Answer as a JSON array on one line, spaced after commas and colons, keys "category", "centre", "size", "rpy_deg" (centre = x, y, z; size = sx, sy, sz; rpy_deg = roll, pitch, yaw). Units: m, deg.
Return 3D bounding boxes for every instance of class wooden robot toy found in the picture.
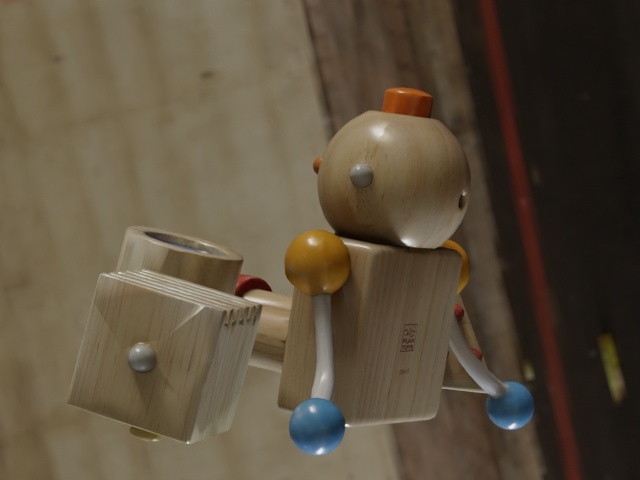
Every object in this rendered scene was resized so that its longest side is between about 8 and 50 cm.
[{"category": "wooden robot toy", "centre": [0.000, 0.000, 0.453], "size": [0.173, 0.076, 0.079], "rpy_deg": [3, -77, -58]}]
